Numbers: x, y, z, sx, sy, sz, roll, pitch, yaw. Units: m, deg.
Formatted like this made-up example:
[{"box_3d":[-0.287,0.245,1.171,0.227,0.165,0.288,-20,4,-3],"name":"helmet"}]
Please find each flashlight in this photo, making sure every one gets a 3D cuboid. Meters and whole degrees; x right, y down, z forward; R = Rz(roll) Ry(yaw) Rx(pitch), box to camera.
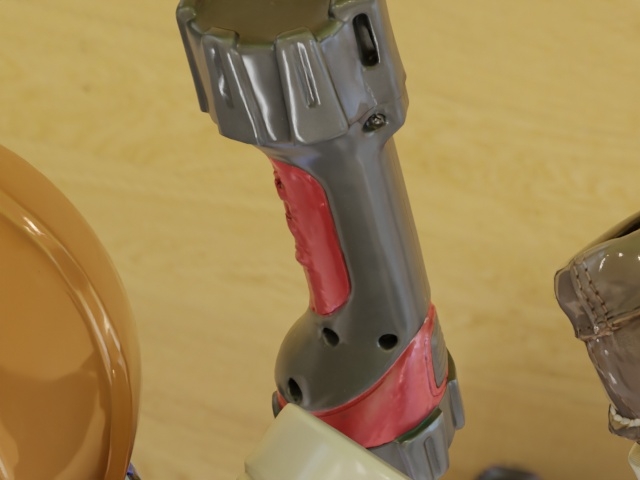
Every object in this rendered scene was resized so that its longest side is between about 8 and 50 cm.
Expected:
[{"box_3d":[0.000,0.000,0.965,0.103,0.103,0.304,-35,133,-18],"name":"flashlight"}]

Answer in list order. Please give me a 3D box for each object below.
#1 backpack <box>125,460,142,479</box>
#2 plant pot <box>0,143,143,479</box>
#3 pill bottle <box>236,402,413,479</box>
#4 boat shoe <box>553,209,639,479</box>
[{"box_3d":[-0.179,0.168,1.189,0.158,0.173,0.117,-21,137,-6],"name":"backpack"},{"box_3d":[-0.226,0.097,0.881,0.291,0.203,0.291,-2,106,-5],"name":"plant pot"},{"box_3d":[-0.049,0.244,0.916,0.176,0.176,0.318,33,86,-7],"name":"pill bottle"},{"box_3d":[0.189,-0.028,0.700,0.116,0.324,0.097,-23,103,47],"name":"boat shoe"}]
